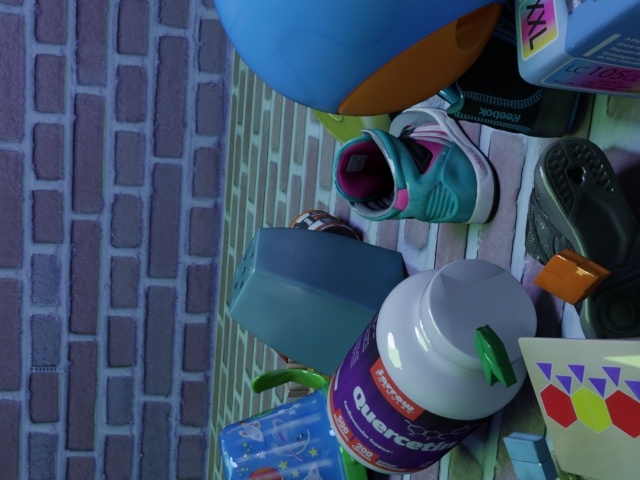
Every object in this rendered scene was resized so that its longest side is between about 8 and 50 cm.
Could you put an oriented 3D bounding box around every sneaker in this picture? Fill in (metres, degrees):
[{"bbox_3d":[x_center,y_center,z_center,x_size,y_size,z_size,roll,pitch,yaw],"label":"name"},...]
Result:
[{"bbox_3d":[0.257,0.026,0.814,0.130,0.087,0.227,65,-176,-76],"label":"sneaker"},{"bbox_3d":[0.174,-0.238,1.005,0.340,0.140,0.125,-108,22,-53],"label":"sneaker"},{"bbox_3d":[0.099,-0.107,1.181,0.295,0.179,0.123,-119,34,-61],"label":"sneaker"}]

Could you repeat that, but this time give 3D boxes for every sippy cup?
[{"bbox_3d":[-0.051,0.378,1.484,0.305,0.224,0.240,-124,24,-72],"label":"sippy cup"}]

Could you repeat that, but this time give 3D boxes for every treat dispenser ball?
[{"bbox_3d":[0.037,-0.263,0.830,0.288,0.288,0.288,-179,90,-74],"label":"treat dispenser ball"}]

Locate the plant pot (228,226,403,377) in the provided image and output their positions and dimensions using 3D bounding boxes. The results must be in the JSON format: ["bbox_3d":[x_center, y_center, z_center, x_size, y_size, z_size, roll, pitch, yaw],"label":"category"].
[{"bbox_3d":[-0.013,0.086,1.346,0.165,0.234,0.165,-88,23,-52],"label":"plant pot"}]

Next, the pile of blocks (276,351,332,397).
[{"bbox_3d":[-0.037,0.160,1.747,0.149,0.113,0.362,131,137,-66],"label":"pile of blocks"}]

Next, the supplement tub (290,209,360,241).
[{"bbox_3d":[0.000,0.000,1.645,0.198,0.106,0.106,-144,57,-70],"label":"supplement tub"}]

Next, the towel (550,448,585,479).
[{"bbox_3d":[0.255,0.287,0.882,0.110,0.027,0.148,110,154,-50],"label":"towel"}]

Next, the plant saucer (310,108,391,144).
[{"bbox_3d":[0.028,-0.234,1.445,0.241,0.037,0.241,47,164,18],"label":"plant saucer"}]

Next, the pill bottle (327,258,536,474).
[{"bbox_3d":[0.130,0.154,1.046,0.323,0.182,0.181,116,151,-56],"label":"pill bottle"}]

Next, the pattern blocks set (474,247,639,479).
[{"bbox_3d":[0.254,0.143,0.727,0.325,0.026,0.285,6,114,58],"label":"pattern blocks set"}]

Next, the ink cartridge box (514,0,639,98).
[{"bbox_3d":[0.290,-0.292,0.604,0.395,0.151,0.269,152,118,-70],"label":"ink cartridge box"}]
